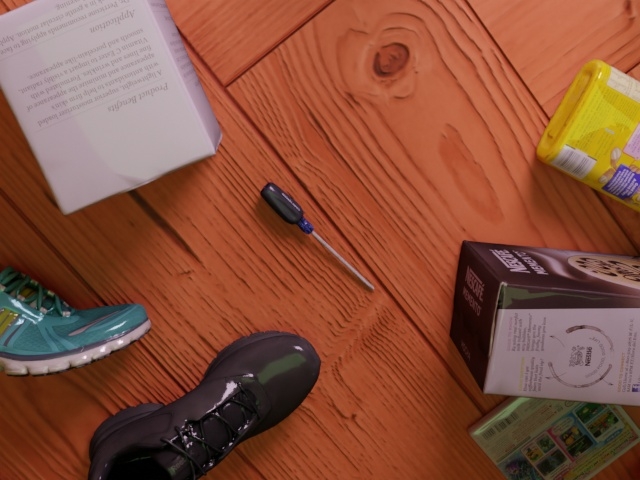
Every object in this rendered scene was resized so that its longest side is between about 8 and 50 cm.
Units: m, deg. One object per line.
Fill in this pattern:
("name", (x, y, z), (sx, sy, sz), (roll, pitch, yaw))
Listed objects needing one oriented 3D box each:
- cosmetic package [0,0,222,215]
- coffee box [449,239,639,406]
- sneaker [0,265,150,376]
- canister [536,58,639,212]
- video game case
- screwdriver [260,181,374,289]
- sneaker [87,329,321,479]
("cosmetic package", (-0.198, -0.145, 0.843), (0.151, 0.151, 0.184), (-22, 105, 3))
("coffee box", (0.300, 0.086, 0.931), (0.297, 0.168, 0.119), (5, 105, -6))
("sneaker", (-0.316, 0.081, 0.925), (0.275, 0.107, 0.110), (-1, 96, -4))
("canister", (0.328, -0.099, 0.933), (0.170, 0.073, 0.126), (26, 102, -9))
("video game case", (0.275, 0.225, 1.044), (0.157, 0.019, 0.143), (-39, 104, 6))
("screwdriver", (0.000, 0.000, 0.961), (0.024, 0.025, 0.170), (-44, 103, 8))
("sneaker", (-0.122, 0.201, 0.953), (0.286, 0.130, 0.109), (-33, 103, 4))
